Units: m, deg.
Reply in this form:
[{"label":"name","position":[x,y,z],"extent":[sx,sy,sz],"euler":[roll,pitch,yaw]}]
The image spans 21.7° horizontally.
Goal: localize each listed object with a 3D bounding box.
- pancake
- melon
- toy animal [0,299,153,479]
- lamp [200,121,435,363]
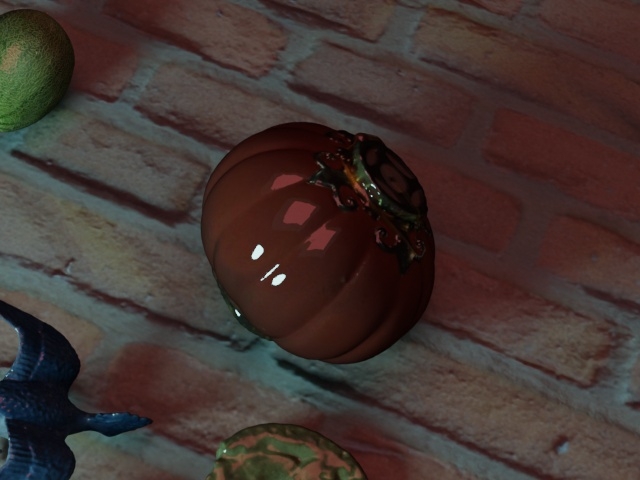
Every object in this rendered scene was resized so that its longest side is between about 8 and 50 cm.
[{"label":"pancake","position":[-0.051,0.315,1.865],"extent":[0.222,0.042,0.236],"euler":[12,56,-3]},{"label":"melon","position":[-0.393,-0.227,2.174],"extent":[0.139,0.139,0.192],"euler":[18,57,7]},{"label":"toy animal","position":[-0.324,0.182,1.864],"extent":[0.176,0.255,0.239],"euler":[-23,58,29]},{"label":"lamp","position":[0.000,0.000,1.967],"extent":[0.303,0.257,0.303],"euler":[35,30,-24]}]
